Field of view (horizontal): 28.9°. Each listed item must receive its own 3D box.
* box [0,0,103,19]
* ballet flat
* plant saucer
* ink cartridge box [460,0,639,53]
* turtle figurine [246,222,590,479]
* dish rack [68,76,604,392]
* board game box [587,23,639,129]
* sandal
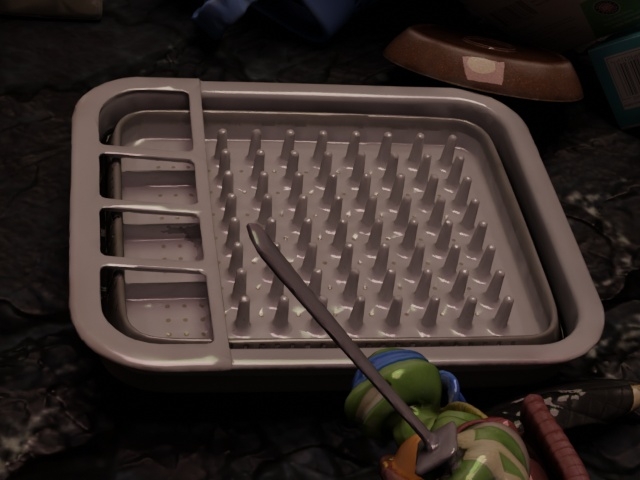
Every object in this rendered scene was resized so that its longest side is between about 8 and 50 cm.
[{"bbox_3d":[-0.240,-0.319,1.123,0.094,0.113,0.275,2,43,-9],"label":"box"},{"bbox_3d":[0.128,0.119,0.763,0.173,0.057,0.049,-14,87,-22],"label":"ballet flat"},{"bbox_3d":[0.136,-0.149,1.016,0.169,0.029,0.168,11,18,-4],"label":"plant saucer"},{"bbox_3d":[0.166,-0.255,1.019,0.212,0.154,0.093,28,71,-23],"label":"ink cartridge box"},{"bbox_3d":[0.038,0.171,0.567,0.266,0.198,0.275,55,17,28],"label":"turtle figurine"},{"bbox_3d":[0.000,0.000,0.842,0.333,0.072,0.285,0,42,-10],"label":"dish rack"},{"bbox_3d":[0.425,-0.214,1.043,0.336,0.079,0.254,-34,14,-38],"label":"board game box"},{"bbox_3d":[-0.001,-0.235,1.089,0.318,0.126,0.138,0,79,-21],"label":"sandal"}]
